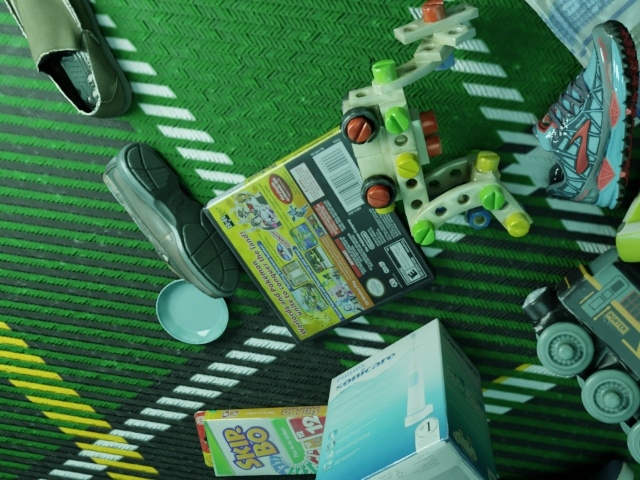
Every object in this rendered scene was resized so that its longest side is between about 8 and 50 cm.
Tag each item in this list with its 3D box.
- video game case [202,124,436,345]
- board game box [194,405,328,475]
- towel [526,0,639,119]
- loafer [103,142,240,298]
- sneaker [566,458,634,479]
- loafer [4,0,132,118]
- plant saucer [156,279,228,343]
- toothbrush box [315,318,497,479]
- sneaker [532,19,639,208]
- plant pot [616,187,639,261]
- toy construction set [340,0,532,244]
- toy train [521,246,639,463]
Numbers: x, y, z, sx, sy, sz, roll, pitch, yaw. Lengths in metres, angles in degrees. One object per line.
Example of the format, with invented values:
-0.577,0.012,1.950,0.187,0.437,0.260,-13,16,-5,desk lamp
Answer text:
0.000,0.000,1.058,0.248,0.035,0.275,-28,108,17,video game case
-0.089,0.351,1.222,0.260,0.039,0.124,-4,112,11,board game box
0.391,-0.313,0.878,0.285,0.034,0.209,42,109,-13,towel
-0.224,-0.021,1.058,0.084,0.096,0.267,-27,101,38,loafer
0.347,0.451,1.170,0.350,0.131,0.148,-41,72,7,sneaker
-0.350,-0.275,0.952,0.094,0.087,0.251,-28,107,17,loafer
-0.206,0.112,1.138,0.119,0.021,0.119,3,113,6,plant saucer
0.121,0.276,1.020,0.216,0.295,0.126,-34,106,18,toothbrush box
0.335,-0.150,0.898,0.125,0.104,0.261,6,129,23,sneaker
0.516,-0.030,0.853,0.207,0.227,0.228,30,86,1,plant pot
0.146,-0.136,0.916,0.215,0.151,0.327,-12,111,10,toy construction set
0.450,0.169,0.993,0.334,0.142,0.190,46,107,7,toy train
